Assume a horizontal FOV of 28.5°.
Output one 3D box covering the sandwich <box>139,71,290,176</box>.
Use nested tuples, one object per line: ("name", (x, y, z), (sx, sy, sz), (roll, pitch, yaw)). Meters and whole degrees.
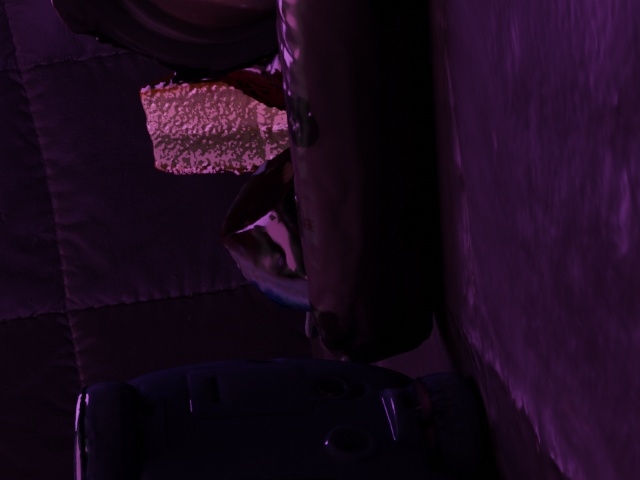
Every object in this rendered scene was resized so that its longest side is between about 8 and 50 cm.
("sandwich", (-0.050, -0.146, 1.337), (0.186, 0.220, 0.108), (-36, -60, -52))

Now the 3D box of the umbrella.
("umbrella", (0.015, -0.080, 0.626), (0.067, 0.073, 0.337), (46, 149, 49))

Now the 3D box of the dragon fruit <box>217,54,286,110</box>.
("dragon fruit", (-0.012, -0.170, 0.909), (0.121, 0.127, 0.161), (15, 91, 43))

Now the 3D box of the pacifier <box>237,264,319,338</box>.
("pacifier", (-0.019, 0.013, 1.149), (0.150, 0.117, 0.126), (79, -155, -57))

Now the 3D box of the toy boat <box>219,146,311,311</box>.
("toy boat", (0.000, 0.000, 0.923), (0.115, 0.114, 0.262), (45, -175, -11))

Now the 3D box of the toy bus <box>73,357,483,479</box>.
("toy bus", (-0.018, 0.203, 0.605), (0.294, 0.197, 0.231), (-108, 19, -58))

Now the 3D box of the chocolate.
("chocolate", (-0.057, -0.199, 0.728), (0.147, 0.221, 0.221), (-170, 71, -71))
